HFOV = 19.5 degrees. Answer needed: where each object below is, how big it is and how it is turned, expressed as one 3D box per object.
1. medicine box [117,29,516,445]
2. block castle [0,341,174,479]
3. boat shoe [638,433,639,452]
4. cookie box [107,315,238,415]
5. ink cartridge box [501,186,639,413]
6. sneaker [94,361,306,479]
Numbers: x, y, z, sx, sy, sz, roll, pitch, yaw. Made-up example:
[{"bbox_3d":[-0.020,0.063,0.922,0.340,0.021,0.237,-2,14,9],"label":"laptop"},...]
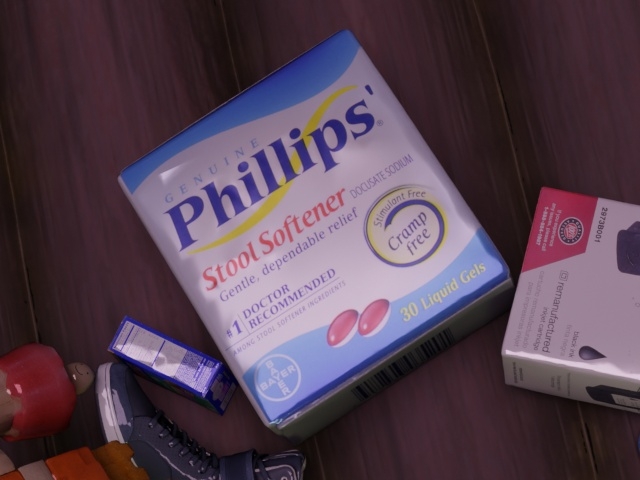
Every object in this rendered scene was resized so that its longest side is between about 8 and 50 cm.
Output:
[{"bbox_3d":[0.000,0.000,1.758,0.263,0.149,0.289,-33,75,0],"label":"medicine box"},{"bbox_3d":[-0.225,0.340,1.641,0.213,0.303,0.453,-18,66,-42],"label":"block castle"},{"bbox_3d":[0.369,0.219,1.687,0.183,0.066,0.066,34,84,15],"label":"boat shoe"},{"bbox_3d":[-0.140,0.120,1.782,0.107,0.092,0.040,25,78,15],"label":"cookie box"},{"bbox_3d":[0.300,0.065,1.708,0.237,0.100,0.172,11,70,12],"label":"ink cartridge box"},{"bbox_3d":[-0.104,0.195,1.738,0.163,0.086,0.226,-22,98,11],"label":"sneaker"}]
